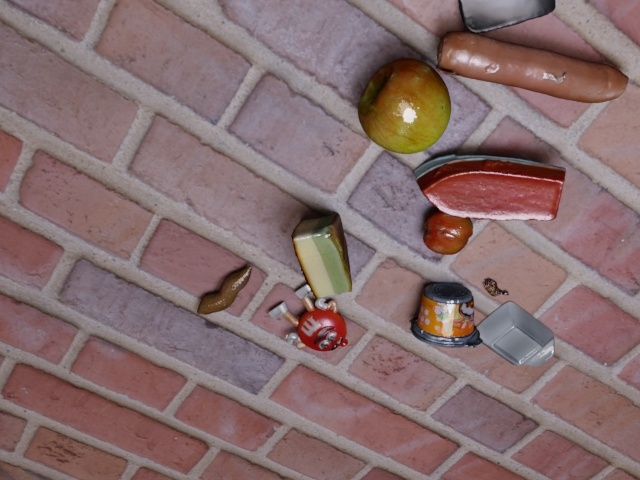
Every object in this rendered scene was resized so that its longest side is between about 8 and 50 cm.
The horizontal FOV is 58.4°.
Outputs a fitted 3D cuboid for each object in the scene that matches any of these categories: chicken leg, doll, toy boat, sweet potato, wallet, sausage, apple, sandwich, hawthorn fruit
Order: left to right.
[{"bbox_3d":[-0.248,0.139,1.519,0.218,0.051,0.065,-39,111,20],"label":"sweet potato"},{"bbox_3d":[-0.018,0.231,1.556,0.183,0.085,0.217,-39,104,19],"label":"doll"},{"bbox_3d":[0.000,0.000,1.362,0.108,0.186,0.220,-14,136,7],"label":"sandwich"},{"bbox_3d":[0.179,-0.275,1.200,0.196,0.196,0.196,0,120,0],"label":"apple"},{"bbox_3d":[0.308,-0.021,1.393,0.128,0.128,0.128,0,120,0],"label":"hawthorn fruit"},{"bbox_3d":[0.383,-0.135,1.327,0.331,0.133,0.145,5,125,10],"label":"toy boat"},{"bbox_3d":[0.465,0.131,1.531,0.083,0.021,0.036,36,105,-19],"label":"chicken leg"},{"bbox_3d":[0.336,-0.603,1.093,0.197,0.051,0.378,-13,118,9],"label":"wallet"},{"bbox_3d":[0.444,-0.355,1.196,0.418,0.094,0.094,9,146,-11],"label":"sausage"}]

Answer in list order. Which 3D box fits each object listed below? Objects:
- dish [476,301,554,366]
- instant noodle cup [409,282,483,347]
[{"bbox_3d":[0.556,0.286,1.596,0.234,0.064,0.154,34,114,-19],"label":"dish"},{"bbox_3d":[0.328,0.184,1.491,0.208,0.177,0.126,10,108,29],"label":"instant noodle cup"}]
